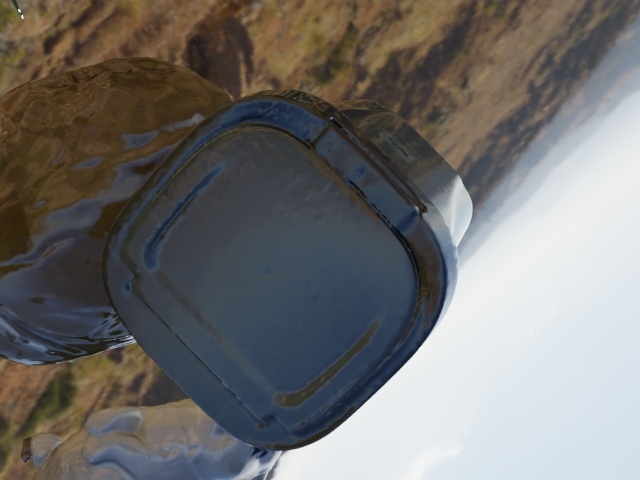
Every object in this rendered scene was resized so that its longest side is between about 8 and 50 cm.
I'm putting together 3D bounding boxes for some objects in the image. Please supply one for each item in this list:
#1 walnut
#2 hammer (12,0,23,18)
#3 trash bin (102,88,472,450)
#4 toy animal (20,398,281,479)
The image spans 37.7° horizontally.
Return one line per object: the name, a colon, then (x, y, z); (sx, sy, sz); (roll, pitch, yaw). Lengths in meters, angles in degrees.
walnut: (-0.247, -0.036, 1.071); (0.354, 0.308, 0.398); (-18, -171, 42)
hammer: (-0.550, -0.316, 1.391); (0.226, 0.159, 0.041); (-64, -178, -14)
trash bin: (0.000, 0.000, 0.752); (0.219, 0.220, 0.250); (-44, 176, 23)
toy animal: (-0.209, 0.307, 1.227); (0.357, 0.258, 0.194); (-18, -144, 0)
